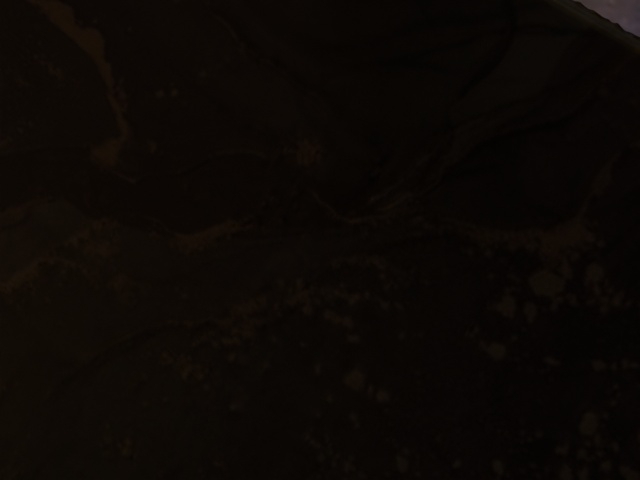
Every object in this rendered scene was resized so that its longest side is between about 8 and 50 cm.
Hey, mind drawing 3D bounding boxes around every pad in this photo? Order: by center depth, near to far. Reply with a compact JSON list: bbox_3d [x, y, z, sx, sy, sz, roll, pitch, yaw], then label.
[{"bbox_3d":[-0.008,0.040,0.442,0.247,0.367,0.007,-62,-19,15],"label":"pad"}]
